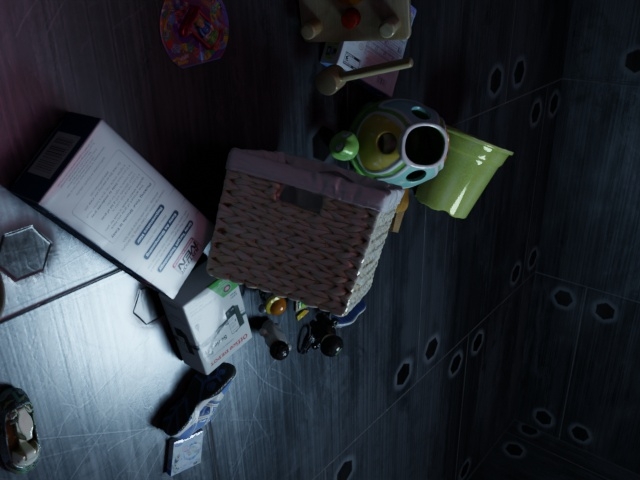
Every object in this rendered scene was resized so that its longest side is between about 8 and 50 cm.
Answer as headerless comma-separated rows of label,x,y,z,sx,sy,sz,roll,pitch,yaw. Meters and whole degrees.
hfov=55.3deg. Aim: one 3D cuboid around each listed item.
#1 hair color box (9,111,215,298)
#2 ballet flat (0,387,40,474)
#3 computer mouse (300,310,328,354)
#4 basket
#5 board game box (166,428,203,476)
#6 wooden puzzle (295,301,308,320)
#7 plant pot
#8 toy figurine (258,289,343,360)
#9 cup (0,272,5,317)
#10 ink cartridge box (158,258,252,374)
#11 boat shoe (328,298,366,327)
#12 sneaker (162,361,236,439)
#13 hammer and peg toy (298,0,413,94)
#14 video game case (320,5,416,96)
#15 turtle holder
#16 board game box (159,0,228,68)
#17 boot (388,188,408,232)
hair color box,-0.355,-0.052,1.107,0.174,0.105,0.347,-60,142,-16
ballet flat,-0.533,0.353,1.088,0.070,0.070,0.188,-27,126,-44
computer mouse,-0.002,0.215,1.745,0.242,0.041,0.071,-61,168,-7
basket,-0.023,-0.030,1.290,0.331,0.328,0.266,-24,130,-76
board game box,-0.323,0.505,1.462,0.090,0.020,0.090,-8,112,-50
wooden puzzle,-0.043,0.158,1.681,0.078,0.014,0.116,-30,127,-43
plant pot,0.433,-0.218,1.957,0.276,0.276,0.253,2,115,-53
toy figurine,-0.049,0.189,1.513,0.210,0.148,0.213,-5,116,-15
cup,-0.594,0.069,0.717,0.237,0.331,0.331,-43,142,6
ink cartridge box,-0.249,0.169,1.356,0.153,0.087,0.208,-39,134,-35
boat shoe,0.070,0.225,1.800,0.066,0.066,0.183,-48,163,31
sneaker,-0.276,0.373,1.429,0.211,0.080,0.081,-45,144,-17
hammer and peg toy,0.080,-0.513,1.342,0.127,0.266,0.361,-55,144,-51
video game case,0.129,-0.527,1.565,0.269,0.061,0.244,10,98,-54
turtle holder,0.188,-0.264,1.590,0.320,0.227,0.243,26,90,-24
board game box,-0.229,-0.407,1.177,0.169,0.033,0.133,-31,128,-41
boot,0.171,-0.141,1.772,0.295,0.104,0.211,8,92,-57
